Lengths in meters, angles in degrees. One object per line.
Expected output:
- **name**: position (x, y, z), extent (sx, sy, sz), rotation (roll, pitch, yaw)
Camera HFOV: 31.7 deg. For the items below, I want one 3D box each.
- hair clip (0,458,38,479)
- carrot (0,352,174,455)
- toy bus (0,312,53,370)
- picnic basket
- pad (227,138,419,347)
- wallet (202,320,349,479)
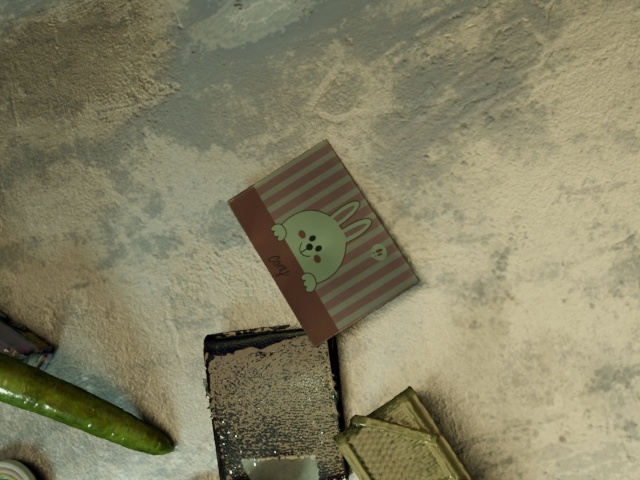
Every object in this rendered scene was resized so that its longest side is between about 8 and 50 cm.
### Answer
- **hair clip**: position (-0.526, 0.460, 1.945), extent (0.220, 0.054, 0.140), rotation (40, 102, 19)
- **carrot**: position (-0.403, 0.276, 1.849), extent (0.359, 0.074, 0.074), rotation (26, 92, -12)
- **toy bus**: position (-0.624, 0.144, 1.953), extent (0.317, 0.138, 0.112), rotation (33, 92, 14)
- **picnic basket**: position (0.142, 0.361, 1.693), extent (0.139, 0.165, 0.266), rotation (-33, 78, -4)
- **pad**: position (0.000, 0.000, 1.831), extent (0.202, 0.005, 0.299), rotation (-32, 69, 2)
- **wallet**: position (-0.071, 0.270, 1.832), extent (0.221, 0.071, 0.262), rotation (-7, 86, 10)
